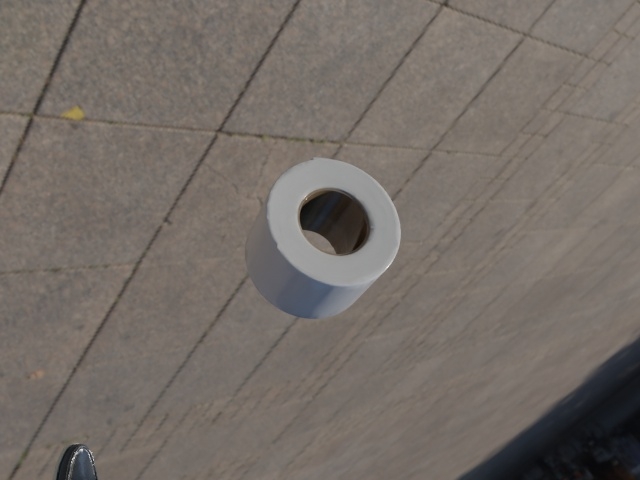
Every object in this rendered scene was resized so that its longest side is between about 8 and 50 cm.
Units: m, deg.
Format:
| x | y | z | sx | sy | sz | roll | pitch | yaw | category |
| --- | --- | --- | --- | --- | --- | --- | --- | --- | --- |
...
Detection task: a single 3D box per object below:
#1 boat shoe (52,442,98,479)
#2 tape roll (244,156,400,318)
| x | y | z | sx | sy | sz | roll | pitch | yaw | category |
| --- | --- | --- | --- | --- | --- | --- | --- | --- | --- |
| -0.417 | 0.484 | 1.321 | 0.079 | 0.255 | 0.095 | -19 | 154 | 36 | boat shoe |
| 0.000 | 0.000 | 1.348 | 0.246 | 0.246 | 0.169 | -23 | 164 | -27 | tape roll |
